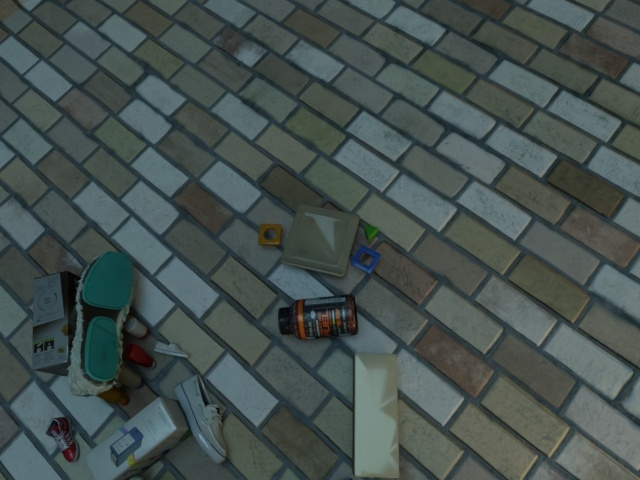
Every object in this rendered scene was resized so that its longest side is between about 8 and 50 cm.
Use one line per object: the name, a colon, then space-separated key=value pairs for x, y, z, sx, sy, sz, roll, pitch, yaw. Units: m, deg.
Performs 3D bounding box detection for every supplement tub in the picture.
supplement tub: x=-0.006 y=0.198 z=1.306 sx=0.197 sy=0.106 sz=0.106 roll=-7 pitch=68 yaw=6

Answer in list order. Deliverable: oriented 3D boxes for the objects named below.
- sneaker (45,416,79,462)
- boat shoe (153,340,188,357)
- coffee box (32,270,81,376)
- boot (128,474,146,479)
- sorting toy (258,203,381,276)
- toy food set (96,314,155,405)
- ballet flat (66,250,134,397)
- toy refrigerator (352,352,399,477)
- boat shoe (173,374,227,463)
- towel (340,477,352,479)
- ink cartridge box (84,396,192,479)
sneaker: x=-0.653 y=0.503 z=1.293 sx=0.042 sy=0.067 sz=0.119 roll=-28 pitch=68 yaw=-3
boat shoe: x=-0.393 y=0.288 z=1.361 sx=0.100 sy=0.035 sz=0.035 roll=8 pitch=73 yaw=18
coffee box: x=-0.680 y=0.223 z=1.368 sx=0.098 sy=0.141 sz=0.247 roll=-14 pitch=68 yaw=3
boot: x=-0.430 y=0.690 z=1.182 sx=0.176 sy=0.088 sz=0.244 roll=25 pitch=82 yaw=16
sorting toy: x=0.000 y=0.000 z=1.415 sx=0.347 sy=0.047 sz=0.196 roll=12 pitch=67 yaw=12
toy food set: x=-0.505 y=0.307 z=1.353 sx=0.111 sy=0.105 sz=0.232 roll=-16 pitch=49 yaw=15
ballet flat: x=-0.576 y=0.210 z=1.312 sx=0.146 sy=0.147 sz=0.409 roll=-11 pitch=49 yaw=3
toy refrigerator: x=0.127 y=0.410 z=1.212 sx=0.102 sy=0.094 sz=0.270 roll=1 pitch=69 yaw=1
boat shoe: x=-0.282 y=0.432 z=1.261 sx=0.075 sy=0.083 sz=0.226 roll=-37 pitch=68 yaw=-6
towel: x=0.027 y=0.601 z=1.183 sx=0.119 sy=0.029 sz=0.067 roll=-22 pitch=68 yaw=-1
ink cartridge box: x=-0.421 y=0.481 z=1.223 sx=0.212 sy=0.154 sz=0.093 roll=-36 pitch=69 yaw=-8
